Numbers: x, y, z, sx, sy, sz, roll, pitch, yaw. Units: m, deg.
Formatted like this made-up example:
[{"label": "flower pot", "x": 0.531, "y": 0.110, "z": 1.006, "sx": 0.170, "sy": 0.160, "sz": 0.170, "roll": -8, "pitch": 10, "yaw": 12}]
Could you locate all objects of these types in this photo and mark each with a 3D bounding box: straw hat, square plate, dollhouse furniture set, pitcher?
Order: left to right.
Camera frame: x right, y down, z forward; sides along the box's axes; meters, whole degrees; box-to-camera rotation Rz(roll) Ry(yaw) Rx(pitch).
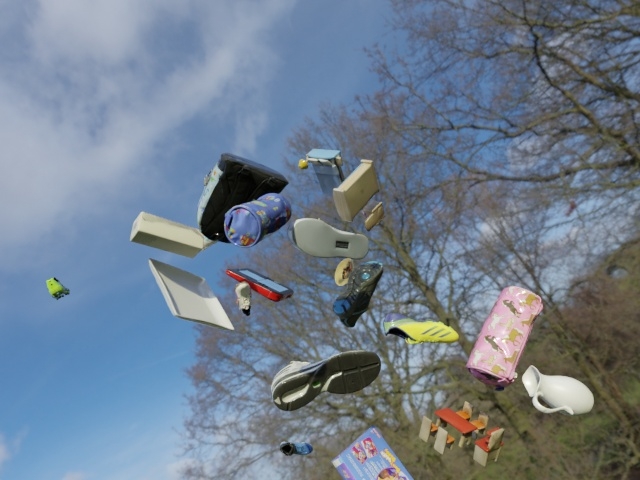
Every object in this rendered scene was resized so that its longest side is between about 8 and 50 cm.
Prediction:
[{"label": "square plate", "x": -0.559, "y": 0.244, "z": 2.022, "sx": 0.049, "sy": 0.344, "sz": 0.347, "roll": -47, "pitch": -36, "yaw": 7}, {"label": "dollhouse furniture set", "x": 0.049, "y": -0.173, "z": 1.822, "sx": 0.198, "sy": 0.303, "sz": 0.286, "roll": -46, "pitch": -46, "yaw": -32}, {"label": "straw hat", "x": 0.138, "y": 0.162, "z": 2.318, "sx": 0.061, "sy": 0.144, "sz": 0.144, "roll": 20, "pitch": -52, "yaw": -32}, {"label": "dollhouse furniture set", "x": 0.549, "y": 0.705, "z": 1.774, "sx": 0.262, "sy": 0.259, "sz": 0.135, "roll": -1, "pitch": -76, "yaw": -36}, {"label": "pitcher", "x": 0.812, "y": 0.537, "z": 1.609, "sx": 0.178, "sy": 0.207, "sz": 0.125, "roll": -67, "pitch": -3, "yaw": -54}]

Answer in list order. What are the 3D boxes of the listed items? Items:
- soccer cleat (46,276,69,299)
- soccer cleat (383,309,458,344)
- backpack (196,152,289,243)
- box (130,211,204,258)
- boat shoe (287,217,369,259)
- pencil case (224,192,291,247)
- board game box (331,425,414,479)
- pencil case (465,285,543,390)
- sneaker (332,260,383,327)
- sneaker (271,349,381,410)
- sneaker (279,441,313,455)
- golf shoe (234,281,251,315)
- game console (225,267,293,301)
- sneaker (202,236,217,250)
[{"label": "soccer cleat", "x": -0.939, "y": 0.169, "z": 1.687, "sx": 0.060, "sy": 0.072, "sz": 0.179, "roll": -29, "pitch": 2, "yaw": -26}, {"label": "soccer cleat", "x": 0.377, "y": 0.356, "z": 1.796, "sx": 0.093, "sy": 0.289, "sz": 0.121, "roll": 101, "pitch": -175, "yaw": -48}, {"label": "backpack", "x": -0.344, "y": -0.155, "z": 1.872, "sx": 0.290, "sy": 0.273, "sz": 0.356, "roll": 15, "pitch": -73, "yaw": -33}, {"label": "box", "x": -0.632, "y": -0.019, "z": 1.964, "sx": 0.275, "sy": 0.094, "sz": 0.113, "roll": 20, "pitch": -36, "yaw": -33}, {"label": "boat shoe", "x": 0.003, "y": -0.008, "z": 1.732, "sx": 0.367, "sy": 0.156, "sz": 0.136, "roll": 8, "pitch": -90, "yaw": -40}, {"label": "pencil case", "x": -0.188, "y": -0.071, "z": 1.438, "sx": 0.306, "sy": 0.133, "sz": 0.119, "roll": -46, "pitch": -22, "yaw": -71}, {"label": "board game box", "x": 0.242, "y": 0.992, "z": 1.968, "sx": 0.233, "sy": 0.347, "sz": 0.078, "roll": -22, "pitch": -24, "yaw": -41}, {"label": "pencil case", "x": 0.683, "y": 0.350, "z": 1.741, "sx": 0.386, "sy": 0.167, "sz": 0.160, "roll": -56, "pitch": -8, "yaw": -25}, {"label": "sneaker", "x": 0.177, "y": 0.235, "z": 2.121, "sx": 0.341, "sy": 0.125, "sz": 0.140, "roll": -49, "pitch": -47, "yaw": -26}, {"label": "sneaker", "x": 0.007, "y": 0.520, "z": 1.924, "sx": 0.447, "sy": 0.169, "sz": 0.257, "roll": -15, "pitch": 9, "yaw": -10}, {"label": "sneaker", "x": -0.109, "y": 0.936, "z": 2.119, "sx": 0.152, "sy": 0.058, "sz": 0.084, "roll": 8, "pitch": -13, "yaw": 1}, {"label": "golf shoe", "x": -0.318, "y": 0.246, "z": 2.007, "sx": 0.067, "sy": 0.086, "sz": 0.186, "roll": -22, "pitch": -36, "yaw": -20}, {"label": "game console", "x": -0.337, "y": 0.242, "z": 2.717, "sx": 0.060, "sy": 0.342, "sz": 0.386, "roll": -61, "pitch": -9, "yaw": 2}, {"label": "sneaker", "x": -0.547, "y": 0.000, "z": 2.247, "sx": 0.228, "sy": 0.092, "sz": 0.087, "roll": -4, "pitch": 9, "yaw": -12}]
